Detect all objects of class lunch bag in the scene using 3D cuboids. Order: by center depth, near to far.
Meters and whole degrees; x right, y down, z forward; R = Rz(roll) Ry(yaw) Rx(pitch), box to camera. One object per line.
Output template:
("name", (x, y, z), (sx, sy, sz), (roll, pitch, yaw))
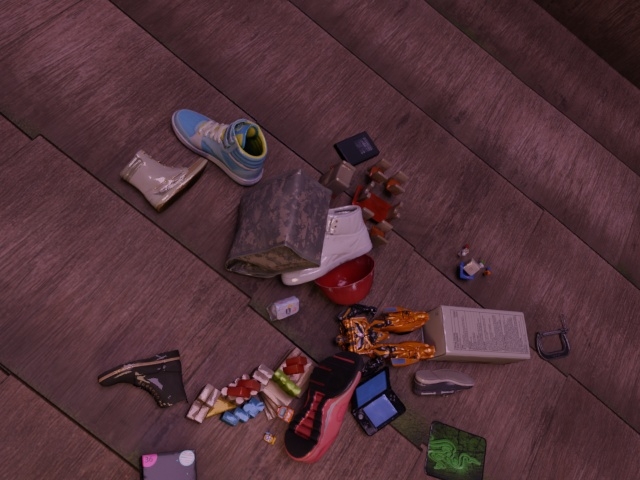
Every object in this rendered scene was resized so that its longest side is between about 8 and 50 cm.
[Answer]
("lunch bag", (-0.130, -0.034, 1.555), (0.169, 0.287, 0.235), (33, 56, -41))
("lunch bag", (-0.102, 0.187, 1.563), (0.071, 0.083, 0.053), (-18, 75, -28))

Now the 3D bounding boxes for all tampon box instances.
("tampon box", (-0.347, 0.567, 1.291), (0.121, 0.101, 0.160), (-1, 68, -22))

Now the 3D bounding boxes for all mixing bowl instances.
("mixing bowl", (0.077, 0.121, 1.633), (0.181, 0.181, 0.098), (-33, 123, -30))

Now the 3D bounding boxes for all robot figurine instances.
("robot figurine", (0.181, 0.278, 1.635), (0.291, 0.085, 0.211), (1, 67, -22))

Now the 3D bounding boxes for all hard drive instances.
("hard drive", (0.122, -0.306, 1.898), (0.135, 0.022, 0.094), (-27, 80, -29))

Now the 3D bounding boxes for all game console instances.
("game console", (0.159, 0.440, 1.553), (0.144, 0.085, 0.124), (-25, 63, -28))

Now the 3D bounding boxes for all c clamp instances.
("c clamp", (0.775, 0.328, 1.890), (0.161, 0.022, 0.137), (-10, 77, -27))

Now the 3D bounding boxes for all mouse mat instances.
("mouse mat", (0.389, 0.616, 1.620), (0.190, 0.007, 0.152), (22, 62, -11))

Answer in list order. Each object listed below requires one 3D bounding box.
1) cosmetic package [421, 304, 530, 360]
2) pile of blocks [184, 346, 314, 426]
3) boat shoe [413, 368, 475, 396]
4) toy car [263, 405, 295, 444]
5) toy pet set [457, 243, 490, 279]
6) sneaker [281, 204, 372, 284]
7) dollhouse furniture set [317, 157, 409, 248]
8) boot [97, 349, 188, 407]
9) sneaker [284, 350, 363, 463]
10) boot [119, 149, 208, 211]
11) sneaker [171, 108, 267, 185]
("cosmetic package", (0.468, 0.291, 1.720), (0.296, 0.129, 0.153), (8, 67, -19))
("pile of blocks", (-0.157, 0.388, 1.438), (0.362, 0.112, 0.148), (-19, 76, -27))
("boat shoe", (0.361, 0.425, 1.672), (0.206, 0.075, 0.064), (8, 108, -24))
("toy car", (-0.110, 0.466, 1.426), (0.041, 0.060, 0.122), (28, 94, -11))
("toy pet set", (0.496, 0.090, 1.871), (0.122, 0.065, 0.114), (46, 25, -1))
("sneaker", (0.000, 0.000, 1.613), (0.293, 0.108, 0.169), (-27, 121, -18))
("dollhouse furniture set", (0.126, -0.135, 1.790), (0.259, 0.135, 0.262), (32, 60, -19))
("boot", (-0.424, 0.356, 1.372), (0.198, 0.077, 0.137), (-13, 79, -25))
("sneaker", (0.017, 0.435, 1.483), (0.116, 0.136, 0.313), (19, 64, 32))
("boot", (-0.439, -0.202, 1.601), (0.165, 0.077, 0.213), (41, 63, 1))
("sneaker", (-0.281, -0.313, 1.634), (0.319, 0.208, 0.127), (35, 61, -4))
